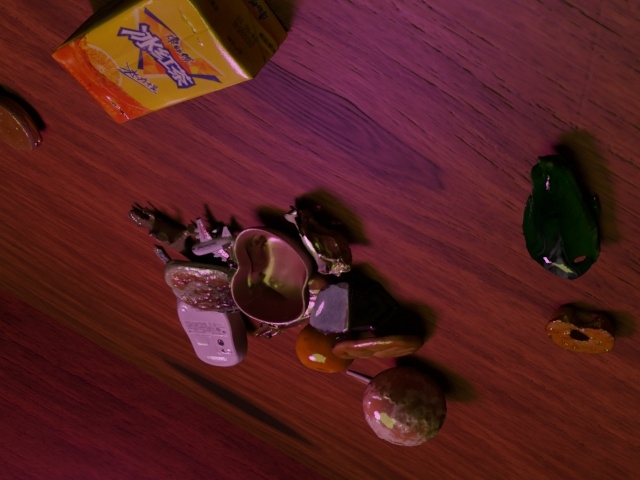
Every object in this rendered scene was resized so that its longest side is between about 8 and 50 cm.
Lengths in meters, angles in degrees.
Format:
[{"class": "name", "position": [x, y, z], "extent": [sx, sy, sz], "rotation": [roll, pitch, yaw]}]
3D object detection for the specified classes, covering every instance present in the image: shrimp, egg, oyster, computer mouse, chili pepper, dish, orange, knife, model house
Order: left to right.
[{"class": "computer mouse", "position": [-0.307, 0.245, 1.775], "extent": [0.184, 0.121, 0.296], "rotation": [-1, 125, 22]}, {"class": "dish", "position": [-0.093, 0.063, 1.254], "extent": [0.213, 0.090, 0.213], "rotation": [10, 111, 26]}, {"class": "shrimp", "position": [-0.081, 0.146, 1.373], "extent": [0.287, 0.063, 0.152], "rotation": [-33, 122, 31]}, {"class": "oyster", "position": [0.000, 0.000, 1.155], "extent": [0.163, 0.081, 0.191], "rotation": [52, 169, 9]}, {"class": "orange", "position": [0.014, 0.258, 1.493], "extent": [0.155, 0.134, 0.154], "rotation": [9, 165, 2]}, {"class": "model house", "position": [0.075, 0.145, 1.287], "extent": [0.152, 0.106, 0.165], "rotation": [1, 172, -34]}, {"class": "knife", "position": [0.186, 0.419, 1.688], "extent": [0.256, 0.022, 0.046], "rotation": [20, 157, 27]}, {"class": "egg", "position": [0.205, 0.404, 1.475], "extent": [0.233, 0.195, 0.195], "rotation": [29, 155, -28]}, {"class": "chili pepper", "position": [0.312, -0.033, 0.804], "extent": [0.108, 0.062, 0.216], "rotation": [9, 143, 34]}]

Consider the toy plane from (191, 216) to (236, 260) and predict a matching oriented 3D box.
[{"class": "toy plane", "position": [-0.242, 0.005, 1.377], "extent": [0.171, 0.065, 0.162], "rotation": [-3, 134, 50]}]

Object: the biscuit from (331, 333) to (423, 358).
[{"class": "biscuit", "position": [0.131, 0.237, 1.331], "extent": [0.203, 0.041, 0.260], "rotation": [6, 162, -12]}]

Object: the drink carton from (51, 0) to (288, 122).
[{"class": "drink carton", "position": [-0.226, -0.281, 0.861], "extent": [0.351, 0.111, 0.154], "rotation": [-3, 139, 44]}]

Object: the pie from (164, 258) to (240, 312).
[{"class": "pie", "position": [-0.288, 0.115, 1.555], "extent": [0.241, 0.054, 0.240], "rotation": [8, 143, 6]}]

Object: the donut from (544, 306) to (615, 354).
[{"class": "donut", "position": [0.433, 0.149, 1.000], "extent": [0.108, 0.043, 0.097], "rotation": [16, 148, 23]}]

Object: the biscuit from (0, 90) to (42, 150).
[{"class": "biscuit", "position": [-0.710, -0.282, 1.378], "extent": [0.170, 0.050, 0.170], "rotation": [26, 146, 19]}]

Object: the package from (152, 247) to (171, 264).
[{"class": "package", "position": [-0.437, 0.053, 1.691], "extent": [0.037, 0.015, 0.110], "rotation": [8, 147, 26]}]

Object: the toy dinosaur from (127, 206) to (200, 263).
[{"class": "toy dinosaur", "position": [-0.362, -0.003, 1.502], "extent": [0.251, 0.072, 0.200], "rotation": [29, 165, -24]}]
